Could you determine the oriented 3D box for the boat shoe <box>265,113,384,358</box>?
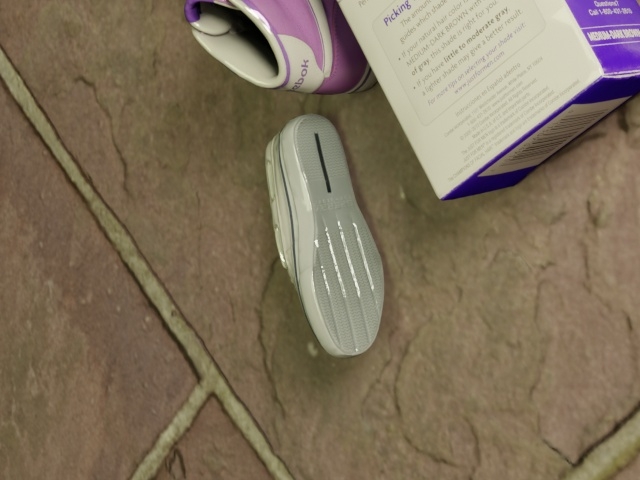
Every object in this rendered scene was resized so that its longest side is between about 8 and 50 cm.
[{"bbox_3d":[0.000,0.000,1.224,0.076,0.083,0.226,-27,67,55],"label":"boat shoe"}]

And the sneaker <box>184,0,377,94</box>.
[{"bbox_3d":[-0.068,-0.248,1.177,0.282,0.161,0.102,57,132,22],"label":"sneaker"}]

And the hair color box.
[{"bbox_3d":[0.106,-0.224,1.050,0.185,0.110,0.339,-38,73,42],"label":"hair color box"}]
